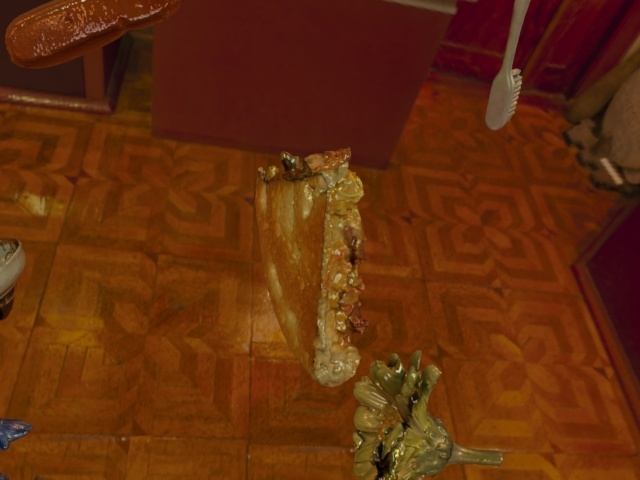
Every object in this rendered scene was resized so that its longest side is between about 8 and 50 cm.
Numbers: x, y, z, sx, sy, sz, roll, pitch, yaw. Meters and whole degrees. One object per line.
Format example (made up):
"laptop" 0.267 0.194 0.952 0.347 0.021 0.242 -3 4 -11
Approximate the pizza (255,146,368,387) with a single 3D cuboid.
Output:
"pizza" 0.000 0.000 0.658 0.082 0.228 0.289 -3 50 -24

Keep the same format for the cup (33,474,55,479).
"cup" -0.428 0.677 1.097 0.393 0.310 0.400 19 43 -17

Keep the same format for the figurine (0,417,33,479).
"figurine" -0.433 0.215 0.610 0.262 0.121 0.164 29 46 -19

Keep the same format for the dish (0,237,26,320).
"dish" -0.416 0.068 0.730 0.141 0.078 0.141 -17 29 10

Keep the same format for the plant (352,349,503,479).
"plant" 0.151 0.373 1.004 0.297 0.305 0.261 37 42 6

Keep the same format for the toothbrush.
"toothbrush" 0.179 -0.251 0.471 0.024 0.353 0.029 31 47 33

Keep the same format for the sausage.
"sausage" -0.367 -0.366 0.966 0.349 0.093 0.097 -15 33 15
